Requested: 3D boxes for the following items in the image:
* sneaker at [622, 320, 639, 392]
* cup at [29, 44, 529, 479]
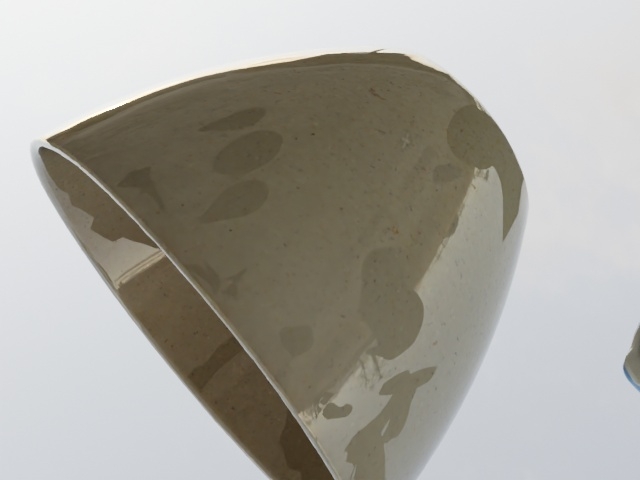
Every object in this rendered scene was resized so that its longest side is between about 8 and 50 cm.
[{"bbox_3d":[0.234,-0.002,0.464,0.086,0.237,0.085,-2,-139,-46],"label":"sneaker"},{"bbox_3d":[0.000,0.000,0.677,0.237,0.331,0.331,-40,-131,-17],"label":"cup"}]
